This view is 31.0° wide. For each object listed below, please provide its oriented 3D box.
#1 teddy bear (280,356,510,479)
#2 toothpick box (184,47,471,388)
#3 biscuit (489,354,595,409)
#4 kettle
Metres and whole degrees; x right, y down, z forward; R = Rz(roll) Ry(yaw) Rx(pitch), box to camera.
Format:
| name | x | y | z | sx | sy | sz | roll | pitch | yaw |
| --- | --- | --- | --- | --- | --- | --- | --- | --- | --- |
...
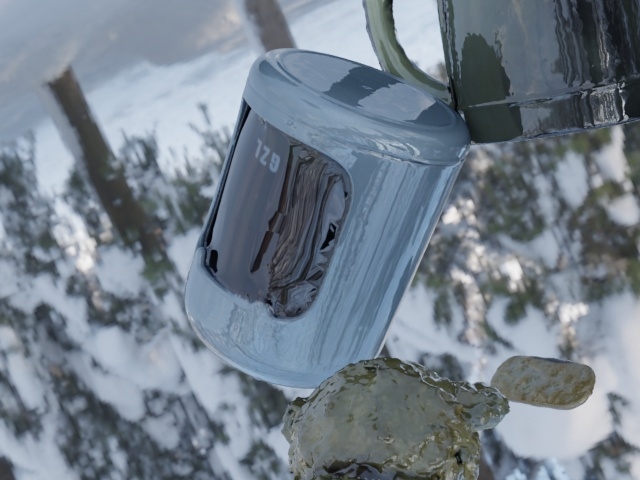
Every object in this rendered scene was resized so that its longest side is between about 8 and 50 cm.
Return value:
| name | x | y | z | sx | sy | sz | roll | pitch | yaw |
| --- | --- | --- | --- | --- | --- | --- | --- | --- | --- |
| teddy bear | 0.036 | 0.202 | 0.860 | 0.267 | 0.156 | 0.256 | -2 | -141 | 24 |
| toothpick box | 0.000 | 0.000 | 1.229 | 0.263 | 0.263 | 0.354 | -29 | 143 | -63 |
| biscuit | 0.272 | 0.174 | 1.418 | 0.147 | 0.018 | 0.071 | 4 | -129 | 45 |
| kettle | 0.195 | -0.273 | 1.234 | 0.321 | 0.324 | 0.228 | -7 | -172 | 25 |
